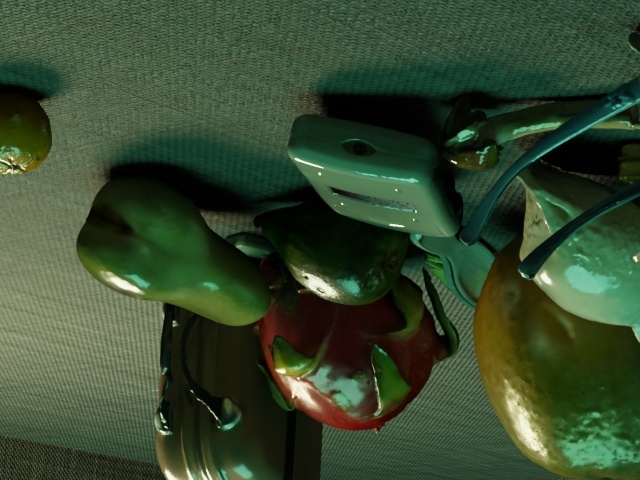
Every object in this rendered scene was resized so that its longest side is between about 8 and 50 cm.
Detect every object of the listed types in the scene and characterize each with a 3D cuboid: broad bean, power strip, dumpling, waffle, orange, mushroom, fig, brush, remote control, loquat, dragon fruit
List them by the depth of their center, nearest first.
[{"bbox_3d":[0.192,-0.101,1.714,0.187,0.060,0.061,-10,148,17],"label":"mushroom"},{"bbox_3d":[-0.283,-0.096,1.796,0.083,0.070,0.083,-1,164,0],"label":"orange"},{"bbox_3d":[0.060,-0.056,1.865,0.140,0.056,0.296,14,173,12],"label":"remote control"},{"bbox_3d":[0.341,-0.056,1.868,0.102,0.042,0.148,0,166,21],"label":"waffle"},{"bbox_3d":[0.252,-0.006,1.885,0.215,0.166,0.126,23,118,-18],"label":"dumpling"},{"bbox_3d":[0.000,0.000,2.066,0.177,0.117,0.117,18,172,20],"label":"fig"},{"bbox_3d":[0.286,0.114,2.086,0.276,0.284,0.276,-1,170,0],"label":"loquat"},{"bbox_3d":[-0.157,0.024,2.093,0.189,0.121,0.263,19,166,36],"label":"broad bean"},{"bbox_3d":[0.134,0.011,2.186,0.060,0.068,0.297,21,170,25],"label":"brush"},{"bbox_3d":[0.028,0.101,2.253,0.224,0.224,0.227,-3,137,25],"label":"dragon fruit"},{"bbox_3d":[-0.068,0.009,2.291,0.090,0.016,0.040,14,163,-36],"label":"power strip"}]

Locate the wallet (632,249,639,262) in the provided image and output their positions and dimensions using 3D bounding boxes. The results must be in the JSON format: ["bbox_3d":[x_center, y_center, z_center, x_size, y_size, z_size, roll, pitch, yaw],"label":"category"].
[{"bbox_3d":[0.375,-0.036,1.663,0.231,0.069,0.170,-30,179,-28],"label":"wallet"}]

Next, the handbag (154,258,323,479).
[{"bbox_3d":[-0.106,0.164,2.367,0.149,0.302,0.283,-6,157,28],"label":"handbag"}]

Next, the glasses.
[{"bbox_3d":[0.236,-0.042,1.606,0.220,0.088,0.189,-47,151,9],"label":"glasses"}]
